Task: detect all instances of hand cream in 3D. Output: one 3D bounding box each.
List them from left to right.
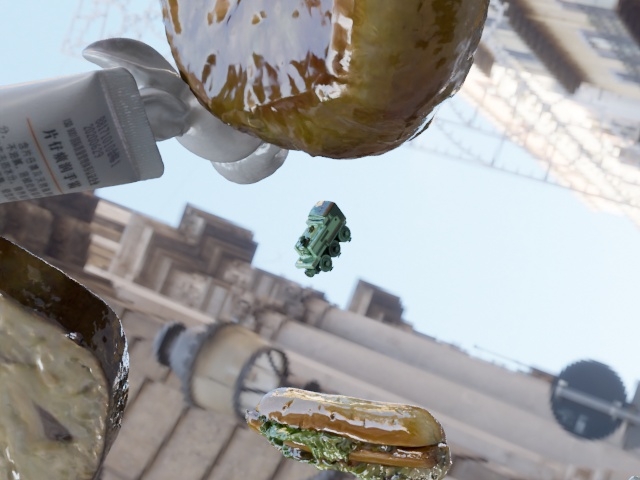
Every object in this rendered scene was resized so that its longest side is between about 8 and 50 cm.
[{"bbox_3d":[-0.288,-0.071,0.927,0.140,0.314,0.089,85,180,-56],"label":"hand cream"}]

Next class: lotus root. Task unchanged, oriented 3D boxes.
[{"bbox_3d":[-0.228,0.100,0.884,0.074,0.170,0.261,-62,-27,-63],"label":"lotus root"}]

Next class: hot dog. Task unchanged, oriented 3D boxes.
[{"bbox_3d":[0.033,0.298,1.759,0.100,0.337,0.135,-59,-39,-37],"label":"hot dog"}]

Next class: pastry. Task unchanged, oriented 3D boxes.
[{"bbox_3d":[-0.007,-0.228,0.874,0.163,0.356,0.356,-11,-63,-33],"label":"pastry"}]

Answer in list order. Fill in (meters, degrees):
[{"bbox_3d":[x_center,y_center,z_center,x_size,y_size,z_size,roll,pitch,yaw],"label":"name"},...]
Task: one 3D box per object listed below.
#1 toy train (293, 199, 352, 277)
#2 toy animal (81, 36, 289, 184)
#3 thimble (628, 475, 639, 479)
[{"bbox_3d":[0.000,0.000,1.296,0.053,0.033,0.083,53,-124,-31],"label":"toy train"},{"bbox_3d":[-0.111,-0.130,1.104,0.221,0.130,0.104,20,-120,-59],"label":"toy animal"},{"bbox_3d":[0.482,0.438,1.629,0.219,0.219,0.150,-59,-25,-18],"label":"thimble"}]
